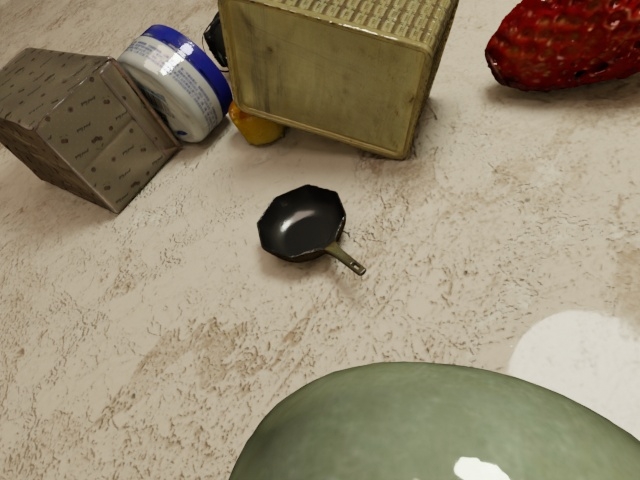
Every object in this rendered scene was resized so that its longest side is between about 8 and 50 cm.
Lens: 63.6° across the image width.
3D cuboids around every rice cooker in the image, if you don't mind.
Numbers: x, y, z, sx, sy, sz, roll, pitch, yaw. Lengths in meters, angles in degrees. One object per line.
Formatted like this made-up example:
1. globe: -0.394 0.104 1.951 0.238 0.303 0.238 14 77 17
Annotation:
1. rice cooker: -0.143 -0.425 1.070 0.203 0.142 0.118 -33 59 0

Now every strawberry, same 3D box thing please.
1. strawberry: 0.358 -0.303 0.733 0.244 0.205 0.205 -23 45 28

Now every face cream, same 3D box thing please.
1. face cream: -0.274 -0.283 0.964 0.205 0.206 0.111 22 69 35

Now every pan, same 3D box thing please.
1. pan: -0.015 0.007 0.722 0.128 0.048 0.202 -23 46 6

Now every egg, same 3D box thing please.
1. egg: 0.091 0.219 0.365 0.352 0.258 0.259 -2 52 28

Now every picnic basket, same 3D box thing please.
1. picnic basket: 0.024 -0.293 0.776 0.312 0.228 0.175 19 61 9

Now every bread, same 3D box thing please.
1. bread: -0.078 -0.288 0.964 0.102 0.094 0.246 12 59 37

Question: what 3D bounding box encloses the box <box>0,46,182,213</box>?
1. box: -0.466 -0.215 0.976 0.297 0.225 0.190 18 63 34
